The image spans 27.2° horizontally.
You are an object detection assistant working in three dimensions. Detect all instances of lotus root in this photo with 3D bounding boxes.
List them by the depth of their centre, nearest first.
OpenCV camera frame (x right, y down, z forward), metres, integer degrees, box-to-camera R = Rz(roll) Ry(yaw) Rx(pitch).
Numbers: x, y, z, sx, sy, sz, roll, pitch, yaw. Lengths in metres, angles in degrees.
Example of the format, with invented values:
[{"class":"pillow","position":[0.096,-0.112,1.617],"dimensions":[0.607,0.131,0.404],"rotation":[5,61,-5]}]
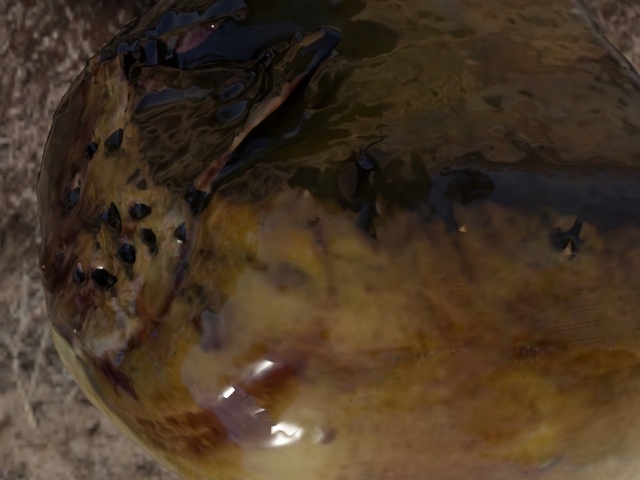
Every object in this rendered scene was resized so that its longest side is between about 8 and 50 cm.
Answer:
[{"class":"lotus root","position":[0.000,0.000,0.520],"dimensions":[0.192,0.272,0.272],"rotation":[0,141,-30]}]
